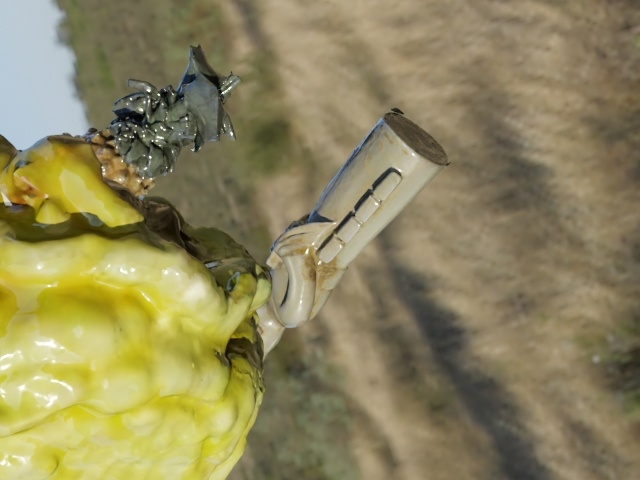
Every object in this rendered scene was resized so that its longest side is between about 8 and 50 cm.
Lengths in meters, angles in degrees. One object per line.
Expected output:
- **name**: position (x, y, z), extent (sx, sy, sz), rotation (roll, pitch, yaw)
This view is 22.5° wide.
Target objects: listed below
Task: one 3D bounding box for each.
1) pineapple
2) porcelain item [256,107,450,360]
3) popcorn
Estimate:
- **pineapple**: position (-0.178, -0.098, 1.629), extent (0.119, 0.237, 0.111), rotation (47, -167, -9)
- **porcelain item**: position (-0.004, 0.011, 1.051), extent (0.054, 0.213, 0.084), rotation (41, -163, 4)
- **popcorn**: position (-0.130, 0.055, 0.782), extent (0.286, 0.225, 0.173), rotation (84, 168, -48)
